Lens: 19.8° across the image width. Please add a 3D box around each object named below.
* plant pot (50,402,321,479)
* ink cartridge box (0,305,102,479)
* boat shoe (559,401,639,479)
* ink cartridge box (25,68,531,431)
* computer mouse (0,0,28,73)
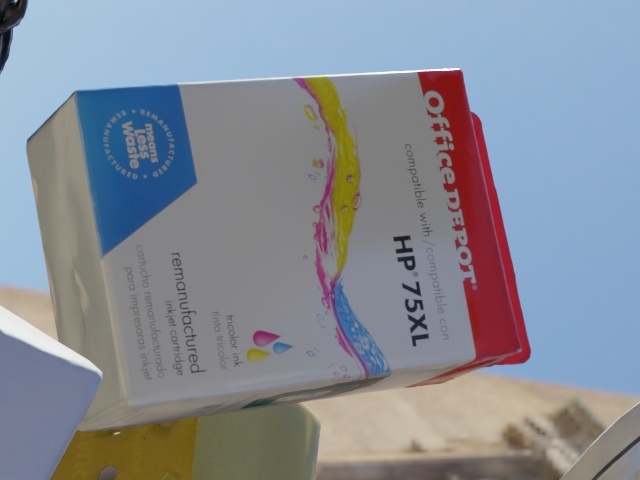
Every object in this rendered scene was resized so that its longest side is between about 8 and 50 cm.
[{"bbox_3d":[-0.134,0.197,1.516,0.187,0.212,0.212,64,26,-51],"label":"plant pot"},{"bbox_3d":[-0.224,0.081,0.357,0.198,0.197,0.270,26,-94,43],"label":"ink cartridge box"},{"bbox_3d":[0.225,0.237,1.514,0.088,0.267,0.096,42,-11,15],"label":"boat shoe"},{"bbox_3d":[0.000,0.000,0.803,0.078,0.231,0.134,-31,-112,62],"label":"ink cartridge box"},{"bbox_3d":[-0.259,-0.173,0.810,0.072,0.272,0.188,-131,-126,-67],"label":"computer mouse"}]
